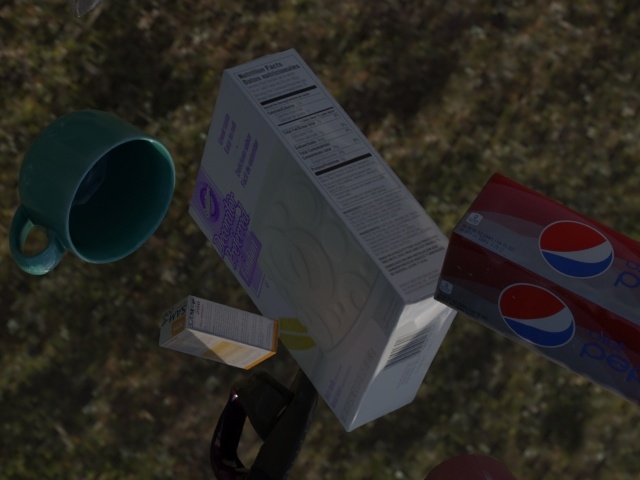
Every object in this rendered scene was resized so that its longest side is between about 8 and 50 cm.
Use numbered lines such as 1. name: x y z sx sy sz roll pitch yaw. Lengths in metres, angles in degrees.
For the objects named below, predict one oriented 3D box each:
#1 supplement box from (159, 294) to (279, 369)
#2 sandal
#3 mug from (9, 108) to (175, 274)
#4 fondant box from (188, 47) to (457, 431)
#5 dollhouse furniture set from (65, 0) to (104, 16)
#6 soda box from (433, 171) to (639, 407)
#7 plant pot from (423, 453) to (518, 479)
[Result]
1. supplement box: -0.097 0.089 1.512 0.098 0.062 0.036 18 62 -26
2. sandal: -0.075 0.227 1.801 0.446 0.107 0.167 -62 174 -70
3. mug: -0.224 -0.052 1.450 0.158 0.097 0.129 -20 130 -44
4. fondant box: 0.000 0.000 1.644 0.096 0.330 0.238 -21 150 -29
5. dollhouse furniture set: -0.264 -0.258 1.347 0.303 0.174 0.355 -41 149 -32
6. soda box: 0.227 0.053 1.240 0.083 0.263 0.092 -51 163 -39
7. plant pot: 0.187 0.353 1.864 0.201 0.180 0.201 -1 114 -2
